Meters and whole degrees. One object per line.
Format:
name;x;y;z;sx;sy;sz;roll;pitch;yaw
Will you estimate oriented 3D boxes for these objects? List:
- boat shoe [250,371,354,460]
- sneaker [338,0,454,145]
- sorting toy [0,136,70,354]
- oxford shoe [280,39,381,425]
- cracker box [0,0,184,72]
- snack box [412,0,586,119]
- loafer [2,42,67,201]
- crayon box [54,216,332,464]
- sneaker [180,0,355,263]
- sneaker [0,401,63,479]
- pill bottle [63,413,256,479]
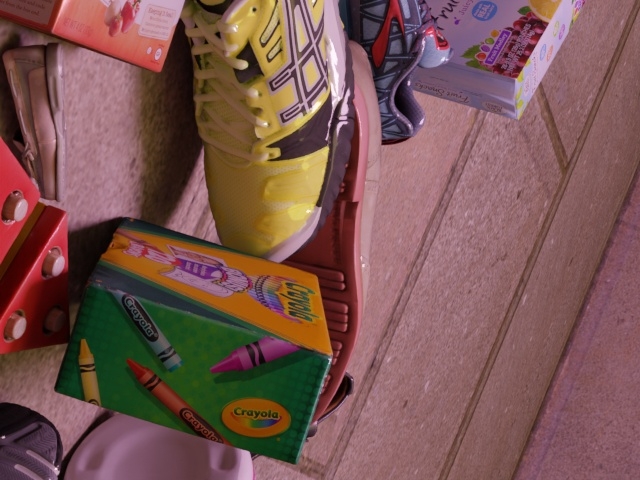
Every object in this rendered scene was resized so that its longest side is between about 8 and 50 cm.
boat shoe;-0.042;0.184;1.608;0.233;0.079;0.084;-34;142;-56
sneaker;0.076;-0.214;1.453;0.104;0.125;0.262;-49;153;-52
sorting toy;-0.245;0.055;0.924;0.257;0.089;0.255;-62;159;-20
oxford shoe;0.000;0.000;1.455;0.146;0.140;0.397;-50;155;-58
cracker box;-0.125;-0.238;0.987;0.155;0.067;0.232;8;101;-70
snack box;0.168;-0.239;1.600;0.207;0.174;0.070;-57;154;-30
loafer;-0.191;-0.080;1.024;0.045;0.039;0.125;-98;-169;-48
crayon box;-0.086;0.063;1.095;0.278;0.165;0.081;-105;-147;-80
sneaker;-0.059;-0.157;1.180;0.147;0.145;0.385;-22;123;-48
sneaker;-0.268;0.221;1.076;0.132;0.086;0.229;-53;-173;36
pill bottle;-0.120;0.290;1.337;0.160;0.160;0.283;-53;148;-38
